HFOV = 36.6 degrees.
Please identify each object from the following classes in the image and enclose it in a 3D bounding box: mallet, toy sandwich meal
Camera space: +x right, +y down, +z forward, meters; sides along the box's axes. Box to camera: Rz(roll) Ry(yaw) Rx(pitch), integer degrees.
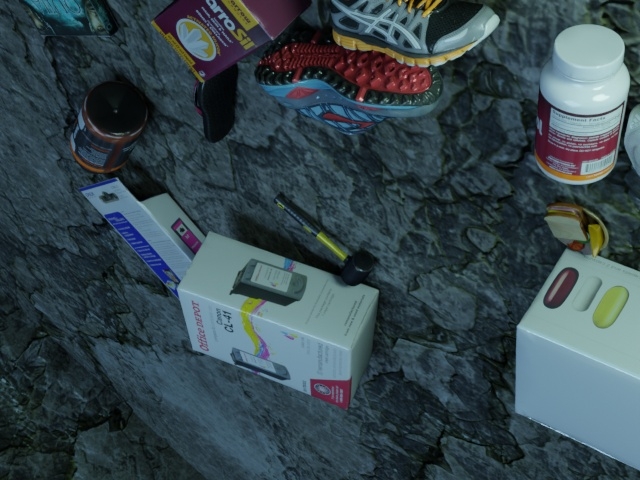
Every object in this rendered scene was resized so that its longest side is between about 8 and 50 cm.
[{"bbox_3d":[0.000,0.000,1.509,0.190,0.039,0.062,38,148,11],"label":"mallet"},{"bbox_3d":[0.300,-0.011,1.143,0.086,0.029,0.085,29,150,19],"label":"toy sandwich meal"}]

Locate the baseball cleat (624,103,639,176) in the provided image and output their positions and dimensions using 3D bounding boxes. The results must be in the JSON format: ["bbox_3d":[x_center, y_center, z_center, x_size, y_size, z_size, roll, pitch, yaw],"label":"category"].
[{"bbox_3d":[0.349,-0.109,0.906,0.109,0.072,0.206,39,149,15],"label":"baseball cleat"}]

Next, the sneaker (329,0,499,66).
[{"bbox_3d":[0.087,-0.241,1.014,0.215,0.084,0.083,15,139,38],"label":"sneaker"}]

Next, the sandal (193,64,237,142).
[{"bbox_3d":[-0.155,-0.203,1.368,0.040,0.067,0.179,43,156,17],"label":"sandal"}]

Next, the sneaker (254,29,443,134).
[{"bbox_3d":[0.050,-0.183,1.151,0.262,0.104,0.125,18,162,41],"label":"sneaker"}]

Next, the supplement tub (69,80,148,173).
[{"bbox_3d":[-0.354,-0.176,1.593,0.106,0.106,0.198,42,151,-5],"label":"supplement tub"}]

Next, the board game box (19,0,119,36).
[{"bbox_3d":[-0.394,-0.364,1.452,0.186,0.026,0.126,11,140,41],"label":"board game box"}]

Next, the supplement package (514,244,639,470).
[{"bbox_3d":[0.384,0.160,1.170,0.262,0.145,0.204,23,148,27],"label":"supplement package"}]

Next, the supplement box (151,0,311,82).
[{"bbox_3d":[-0.114,-0.279,1.189,0.104,0.081,0.188,49,150,-17],"label":"supplement box"}]

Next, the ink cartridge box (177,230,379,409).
[{"bbox_3d":[-0.068,0.137,1.629,0.306,0.131,0.226,17,147,13],"label":"ink cartridge box"}]

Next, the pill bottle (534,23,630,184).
[{"bbox_3d":[0.259,-0.134,0.958,0.086,0.086,0.152,24,147,25],"label":"pill bottle"}]

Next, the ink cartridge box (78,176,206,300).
[{"bbox_3d":[-0.282,0.013,1.821,0.371,0.069,0.176,49,151,-22],"label":"ink cartridge box"}]
